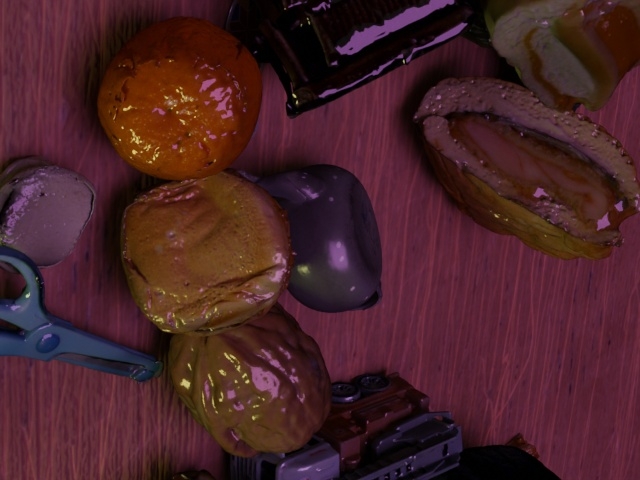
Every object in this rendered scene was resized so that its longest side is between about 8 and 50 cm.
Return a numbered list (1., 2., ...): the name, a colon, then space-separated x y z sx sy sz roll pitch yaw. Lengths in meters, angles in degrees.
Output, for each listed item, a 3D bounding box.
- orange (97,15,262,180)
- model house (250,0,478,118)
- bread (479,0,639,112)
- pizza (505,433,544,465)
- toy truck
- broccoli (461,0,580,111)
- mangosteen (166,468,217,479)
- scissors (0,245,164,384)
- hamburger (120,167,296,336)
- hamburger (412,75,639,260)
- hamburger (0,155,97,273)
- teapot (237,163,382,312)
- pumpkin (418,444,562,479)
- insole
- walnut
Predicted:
1. orange: -0.160 -0.163 1.755 0.193 0.161 0.193 -2 115 -4
2. model house: 0.026 -0.342 1.847 0.317 0.297 0.282 -27 100 -4
3. bread: 0.298 -0.357 1.905 0.210 0.341 0.300 -22 147 15
4. pizza: 0.310 0.383 2.458 0.175 0.046 0.134 3 105 -41
5. toy truck: 0.024 0.303 2.089 0.338 0.184 0.133 -17 116 -35
6. broccoli: 0.303 -0.305 2.118 0.275 0.177 0.198 40 85 -29
7. mangosteen: -0.178 0.414 1.959 0.228 0.228 0.265 51 38 -40
8. scissors: -0.326 0.107 1.794 0.180 0.032 0.393 -46 140 17
9. hamburger: -0.133 0.014 1.818 0.213 0.214 0.108 -59 174 -6
10. hamburger: 0.281 -0.096 2.130 0.162 0.330 0.209 -61 175 -13
11. hamburger: -0.328 -0.027 1.741 0.140 0.062 0.133 -57 134 -9
12. teapot: 0.000 0.000 1.965 0.294 0.130 0.193 61 24 -45
13. pumpkin: 0.240 0.490 2.280 0.363 0.266 0.363 -14 119 -26
14. insole: -0.096 -0.213 1.902 0.065 0.006 0.193 -11 114 -37
15. walnut: -0.087 0.174 1.938 0.198 0.198 0.245 -45 134 -18
